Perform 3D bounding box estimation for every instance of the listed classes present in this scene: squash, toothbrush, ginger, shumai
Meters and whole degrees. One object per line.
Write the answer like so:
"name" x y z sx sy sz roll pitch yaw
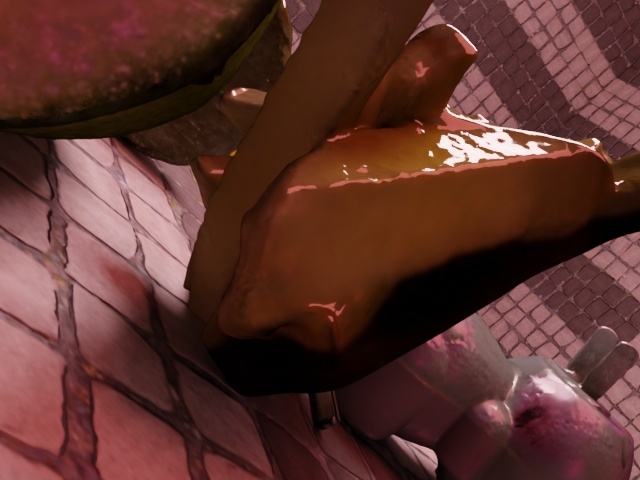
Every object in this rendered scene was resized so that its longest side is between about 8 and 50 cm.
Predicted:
"squash" -0.170 -0.182 0.569 0.310 0.310 0.309 48 -12 3
"toothbrush" -0.004 0.112 0.765 0.028 0.026 0.294 62 3 -11
"ginger" 0.050 -0.060 0.578 0.413 0.359 0.211 -126 -167 -83
"shumai" -0.150 -0.226 0.888 0.222 0.271 0.204 25 4 -21

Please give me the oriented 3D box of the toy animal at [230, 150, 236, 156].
"toy animal" -0.147 -0.215 1.295 0.229 0.156 0.156 49 6 31

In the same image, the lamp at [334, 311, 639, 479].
"lamp" 0.179 0.155 0.786 0.301 0.247 0.247 39 4 -5
